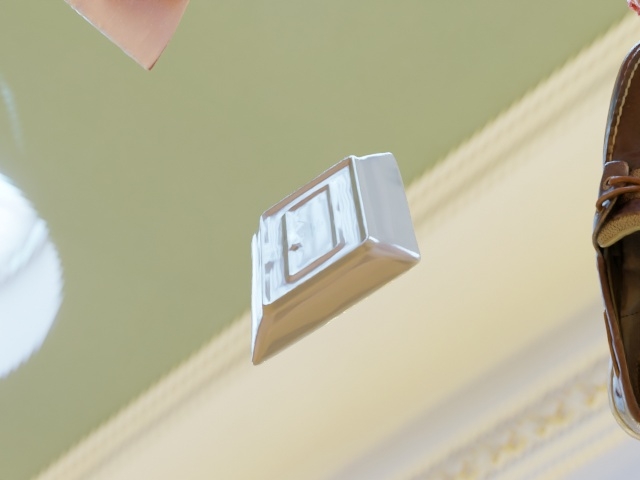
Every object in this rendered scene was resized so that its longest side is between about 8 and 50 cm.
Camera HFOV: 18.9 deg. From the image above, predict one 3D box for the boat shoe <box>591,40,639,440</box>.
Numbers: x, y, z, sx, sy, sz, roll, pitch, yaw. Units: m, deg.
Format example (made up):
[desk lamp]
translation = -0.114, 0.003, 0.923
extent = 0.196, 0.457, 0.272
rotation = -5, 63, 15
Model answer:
[boat shoe]
translation = 0.277, -0.008, 1.553
extent = 0.123, 0.123, 0.342
rotation = 4, -97, 16

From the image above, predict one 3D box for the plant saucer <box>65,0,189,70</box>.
[plant saucer]
translation = -0.113, -0.203, 0.678
extent = 0.047, 0.258, 0.259
rotation = -24, 174, 3

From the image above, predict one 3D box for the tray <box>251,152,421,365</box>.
[tray]
translation = 0.000, 0.000, 1.482
extent = 0.145, 0.030, 0.270
rotation = -34, -163, 9

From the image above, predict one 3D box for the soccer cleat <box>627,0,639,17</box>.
[soccer cleat]
translation = 0.387, -0.266, 2.129
extent = 0.318, 0.116, 0.109
rotation = -83, 178, -61
